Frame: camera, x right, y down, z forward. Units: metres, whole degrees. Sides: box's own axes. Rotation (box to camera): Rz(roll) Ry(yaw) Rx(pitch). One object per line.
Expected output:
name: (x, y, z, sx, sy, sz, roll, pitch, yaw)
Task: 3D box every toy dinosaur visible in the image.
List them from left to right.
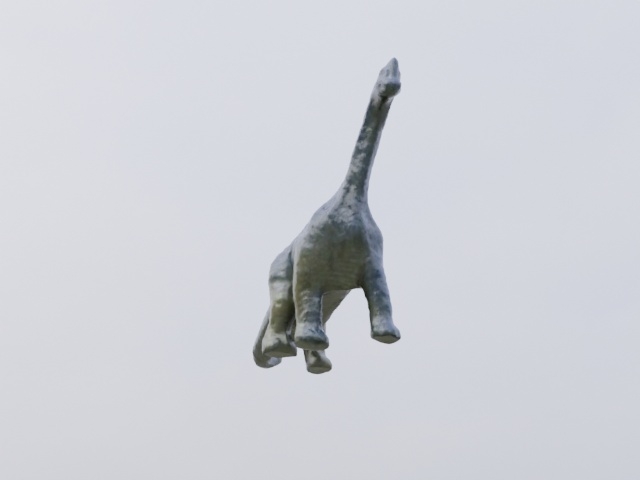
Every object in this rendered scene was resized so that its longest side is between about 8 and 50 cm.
toy dinosaur: (0.000, 0.000, 0.818, 0.075, 0.188, 0.247, 10, -23, -19)
